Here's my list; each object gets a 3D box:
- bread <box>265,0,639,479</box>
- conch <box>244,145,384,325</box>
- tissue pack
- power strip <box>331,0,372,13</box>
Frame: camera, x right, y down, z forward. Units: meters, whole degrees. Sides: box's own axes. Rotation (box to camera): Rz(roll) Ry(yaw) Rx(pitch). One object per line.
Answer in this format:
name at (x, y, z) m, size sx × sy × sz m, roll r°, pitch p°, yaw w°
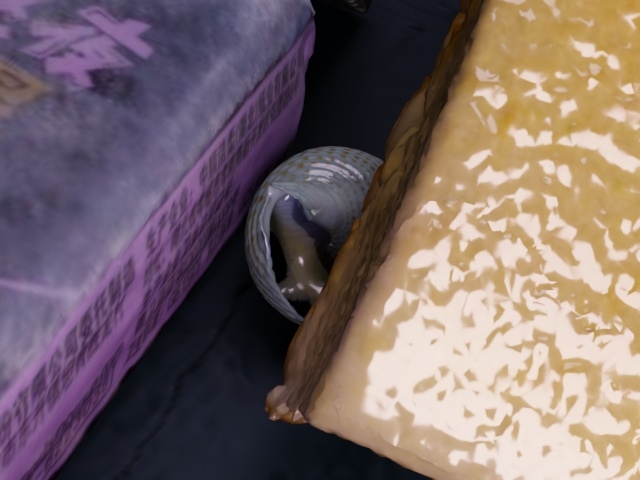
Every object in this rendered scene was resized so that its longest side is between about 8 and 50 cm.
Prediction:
bread at (0.119, -0.034, 0.443) m, size 0.185 × 0.274 × 0.114 m, roll 23°, pitch -4°, yaw -4°
conch at (-0.002, 0.000, 0.528) m, size 0.085 × 0.076 × 0.056 m, roll 6°, pitch -9°, yaw -39°
tissue pack at (-0.171, -0.026, 0.453) m, size 0.259 × 0.122 × 0.361 m, roll 23°, pitch 34°, yaw 5°
power strip at (-0.012, -0.137, 0.644) m, size 0.080 × 0.029 × 0.227 m, roll 21°, pitch 8°, yaw 0°
